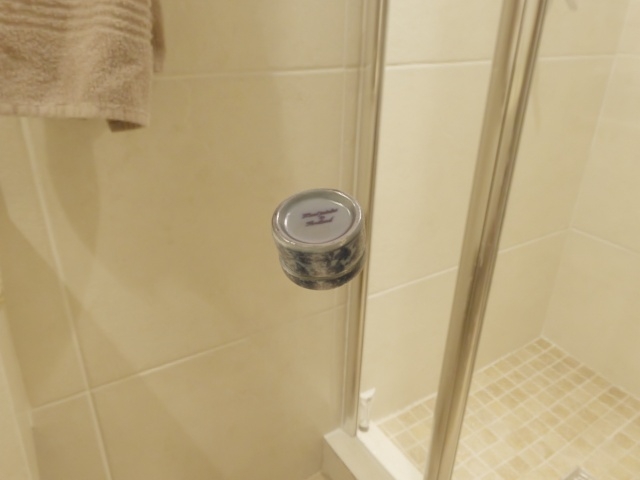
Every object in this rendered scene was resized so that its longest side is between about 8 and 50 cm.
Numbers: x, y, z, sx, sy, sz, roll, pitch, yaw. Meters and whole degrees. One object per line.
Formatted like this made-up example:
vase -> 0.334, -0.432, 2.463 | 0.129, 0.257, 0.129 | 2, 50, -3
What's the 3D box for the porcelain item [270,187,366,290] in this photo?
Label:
porcelain item -> 0.000, 0.000, 0.782 | 0.147, 0.114, 0.147 | -4, 46, 4
